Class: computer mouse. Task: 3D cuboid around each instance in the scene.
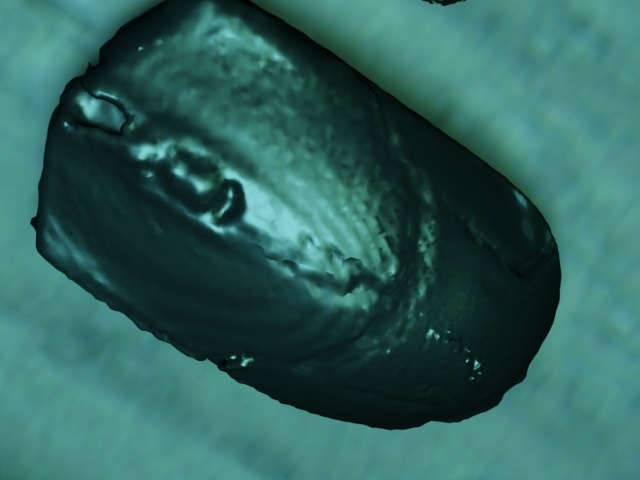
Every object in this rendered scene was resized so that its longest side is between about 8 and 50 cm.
[{"bbox_3d":[0.000,0.000,0.675,0.217,0.073,0.122,31,99,-18],"label":"computer mouse"}]

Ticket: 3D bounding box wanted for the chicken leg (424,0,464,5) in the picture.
[{"bbox_3d":[-0.028,-0.157,0.634,0.253,0.051,0.106,16,109,-13],"label":"chicken leg"}]
